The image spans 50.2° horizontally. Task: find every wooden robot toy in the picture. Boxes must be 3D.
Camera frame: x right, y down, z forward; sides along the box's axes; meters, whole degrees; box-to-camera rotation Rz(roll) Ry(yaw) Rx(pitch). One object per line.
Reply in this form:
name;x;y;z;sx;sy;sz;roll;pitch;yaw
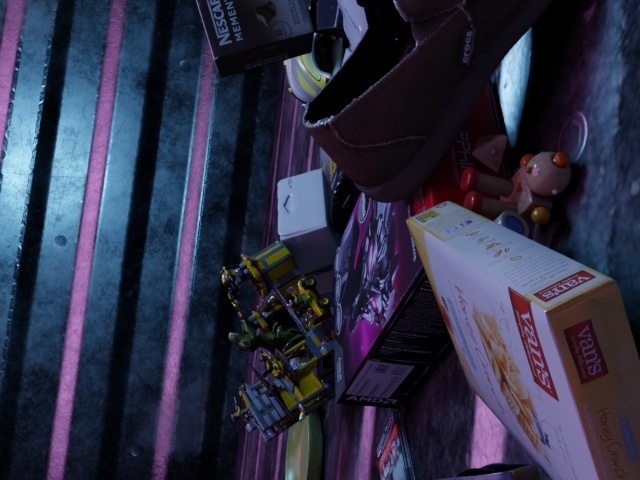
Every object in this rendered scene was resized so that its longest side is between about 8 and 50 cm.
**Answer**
wooden robot toy;0.166;-0.039;0.552;0.079;0.076;0.173;127;149;-49

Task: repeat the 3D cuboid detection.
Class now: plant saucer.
plant saucer;-0.032;0.432;1.359;0.241;0.037;0.241;-173;90;-78

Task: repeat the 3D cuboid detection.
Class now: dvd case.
dvd case;0.094;0.287;0.857;0.119;0.013;0.087;-96;16;-53

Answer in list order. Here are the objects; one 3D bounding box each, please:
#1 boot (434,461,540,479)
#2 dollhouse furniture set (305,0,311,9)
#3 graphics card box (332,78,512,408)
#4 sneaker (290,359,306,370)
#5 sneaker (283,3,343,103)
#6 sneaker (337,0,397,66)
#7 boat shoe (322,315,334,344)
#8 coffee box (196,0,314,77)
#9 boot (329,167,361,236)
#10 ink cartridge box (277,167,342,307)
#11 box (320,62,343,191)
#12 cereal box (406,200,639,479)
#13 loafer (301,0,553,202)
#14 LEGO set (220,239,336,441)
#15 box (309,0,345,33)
boot;0.119;0.221;0.540;0.219;0.082;0.106;153;109;-65
dollhouse furniture set;-0.043;-0.582;1.280;0.286;0.198;0.303;-45;-7;-36
graphics card box;0.099;0.017;0.792;0.371;0.094;0.233;110;163;-53
sneaker;-0.028;0.266;1.389;0.081;0.080;0.211;-62;11;-4
sneaker;-0.014;-0.506;1.524;0.147;0.145;0.385;3;109;56
sneaker;0.047;-0.305;0.825;0.366;0.137;0.210;47;151;23
boat shoe;0.025;0.157;1.201;0.135;0.050;0.045;110;157;-51
coffee box;-0.130;-0.438;1.108;0.119;0.168;0.297;-173;67;-87
boot;0.063;-0.149;1.078;0.207;0.094;0.247;-111;32;-66
ink cartridge box;0.000;0.000;1.128;0.191;0.082;0.140;65;-165;-45
box;0.045;-0.190;1.302;0.183;0.056;0.231;114;160;-56
cereal box;0.138;0.075;0.467;0.240;0.047;0.173;-124;11;-75
loafer;0.104;-0.210;0.586;0.366;0.130;0.134;-62;31;7
LEGO set;-0.088;0.175;1.075;0.255;0.192;0.331;55;164;14
box;0.076;-0.388;1.031;0.270;0.143;0.165;-122;40;-72
